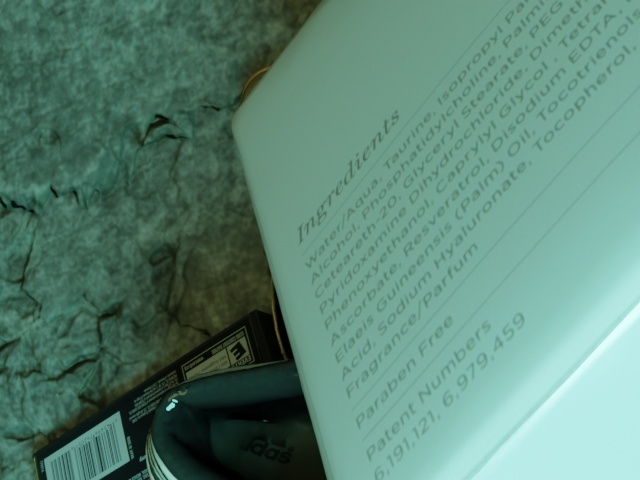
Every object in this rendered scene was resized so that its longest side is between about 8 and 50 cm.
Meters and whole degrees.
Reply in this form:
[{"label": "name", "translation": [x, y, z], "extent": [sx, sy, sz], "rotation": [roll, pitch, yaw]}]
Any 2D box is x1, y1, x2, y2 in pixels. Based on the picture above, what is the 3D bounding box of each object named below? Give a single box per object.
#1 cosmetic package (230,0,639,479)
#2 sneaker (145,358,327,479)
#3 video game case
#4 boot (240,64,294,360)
[{"label": "cosmetic package", "translation": [0.193, -0.016, 0.683], "extent": [0.327, 0.329, 0.393], "rotation": [-51, 30, 20]}, {"label": "sneaker", "translation": [0.094, 0.193, 0.791], "extent": [0.448, 0.257, 0.169], "rotation": [17, 78, 5]}, {"label": "video game case", "translation": [-0.115, 0.228, 1.062], "extent": [0.275, 0.035, 0.248], "rotation": [-34, 55, 24]}, {"label": "boot", "translation": [0.000, 0.000, 0.998], "extent": [0.112, 0.115, 0.305], "rotation": [-25, 79, 28]}]
